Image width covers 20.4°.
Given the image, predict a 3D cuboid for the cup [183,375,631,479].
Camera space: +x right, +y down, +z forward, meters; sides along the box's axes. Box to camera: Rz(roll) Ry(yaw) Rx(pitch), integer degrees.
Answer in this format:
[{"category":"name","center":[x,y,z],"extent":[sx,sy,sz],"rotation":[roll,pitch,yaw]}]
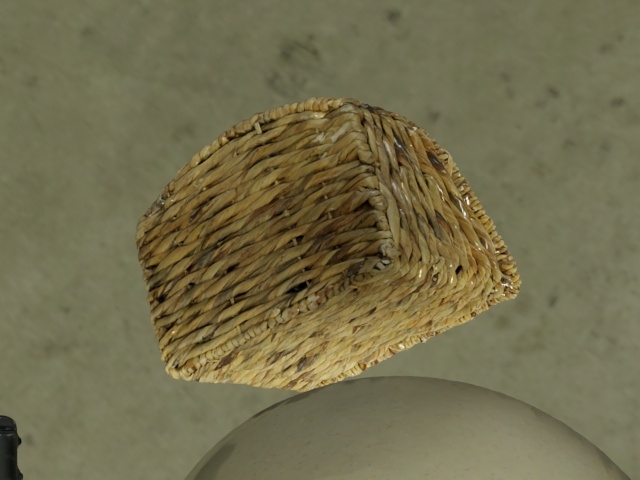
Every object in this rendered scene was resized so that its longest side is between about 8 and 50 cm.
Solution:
[{"category":"cup","center":[0.034,0.261,0.924],"extent":[0.331,0.237,0.331],"rotation":[2,103,10]}]

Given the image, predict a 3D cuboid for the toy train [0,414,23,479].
[{"category":"toy train","center":[-0.174,0.171,0.975],"extent":[0.027,0.158,0.036],"rotation":[0,156,-15]}]

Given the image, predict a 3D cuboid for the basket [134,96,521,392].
[{"category":"basket","center":[0.000,0.000,1.712],"extent":[0.299,0.213,0.223],"rotation":[-30,155,32]}]
